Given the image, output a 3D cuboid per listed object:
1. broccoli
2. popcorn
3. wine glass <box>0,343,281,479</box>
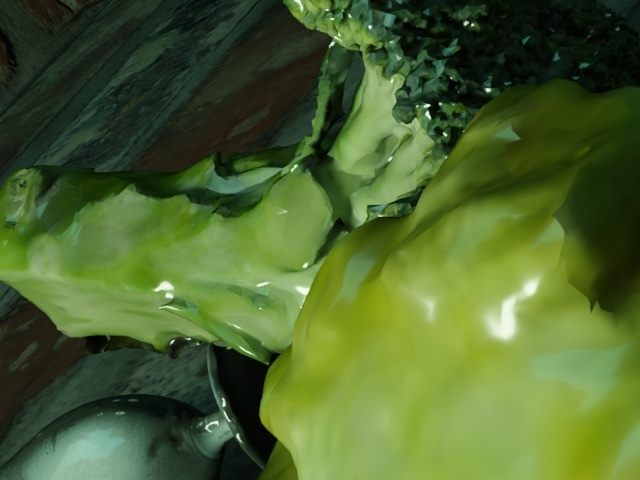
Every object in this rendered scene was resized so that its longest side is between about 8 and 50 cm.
[{"bbox_3d":[0.001,-0.023,0.827,0.361,0.221,0.252,23,97,41],"label":"broccoli"},{"bbox_3d":[0.090,0.081,0.527,0.242,0.235,0.250,-19,-12,39],"label":"popcorn"},{"bbox_3d":[-0.103,0.127,0.978,0.222,0.103,0.103,-30,21,26],"label":"wine glass"}]
